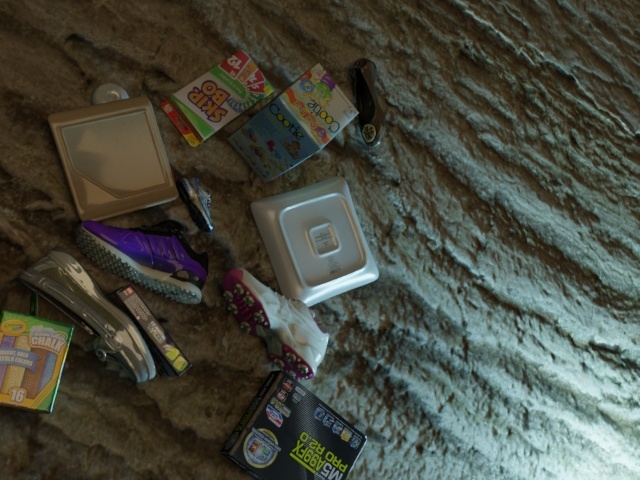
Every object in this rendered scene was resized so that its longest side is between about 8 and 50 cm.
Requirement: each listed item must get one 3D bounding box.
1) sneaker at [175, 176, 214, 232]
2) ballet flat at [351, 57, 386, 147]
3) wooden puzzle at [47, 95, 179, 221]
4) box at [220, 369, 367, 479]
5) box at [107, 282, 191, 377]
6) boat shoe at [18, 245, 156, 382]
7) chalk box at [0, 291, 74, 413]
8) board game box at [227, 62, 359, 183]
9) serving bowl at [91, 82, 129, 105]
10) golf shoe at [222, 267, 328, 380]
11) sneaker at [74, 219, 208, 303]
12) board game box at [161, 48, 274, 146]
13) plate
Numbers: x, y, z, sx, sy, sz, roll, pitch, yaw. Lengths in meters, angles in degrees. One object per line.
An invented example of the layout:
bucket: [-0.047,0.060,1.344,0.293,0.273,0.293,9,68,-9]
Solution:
sneaker: [-0.263,-0.083,1.675,0.058,0.052,0.135,-29,94,-35]
ballet flat: [0.116,-0.354,1.929,0.058,0.084,0.249,11,68,-43]
wooden puzzle: [-0.434,-0.172,1.596,0.221,0.044,0.238,-19,92,-31]
box: [-0.053,0.449,1.664,0.270,0.060,0.216,42,62,-15]
box: [-0.351,0.184,1.526,0.036,0.114,0.207,-40,99,-30]
boat shoe: [-0.447,0.160,1.480,0.103,0.118,0.320,-41,96,-27]
chalk box: [-0.545,0.204,1.401,0.132,0.132,0.213,19,71,-24]
board game box: [-0.067,-0.255,1.692,0.144,0.275,0.142,50,60,-11]
serving bowl: [-0.450,-0.304,1.633,0.083,0.027,0.083,7,75,-27]
golf shoe: [-0.097,0.167,1.688,0.306,0.115,0.140,54,49,-16]
sneaker: [-0.360,0.011,1.577,0.293,0.102,0.146,31,61,-25]
board game box: [-0.237,-0.333,1.758,0.259,0.039,0.124,-42,99,-27]
plate: [0.000,0.000,1.807,0.277,0.045,0.278,-19,89,-32]
